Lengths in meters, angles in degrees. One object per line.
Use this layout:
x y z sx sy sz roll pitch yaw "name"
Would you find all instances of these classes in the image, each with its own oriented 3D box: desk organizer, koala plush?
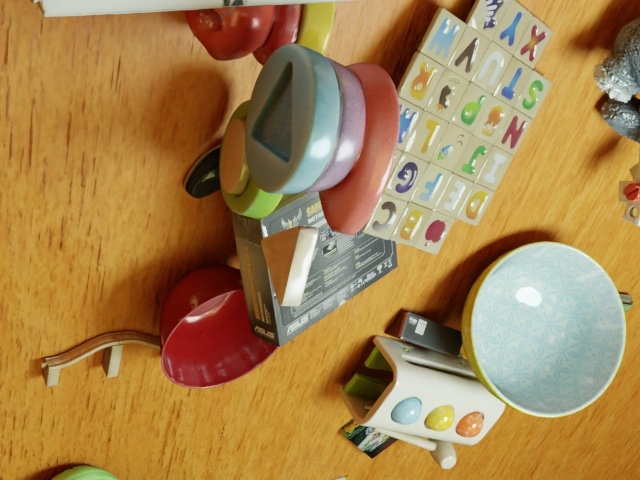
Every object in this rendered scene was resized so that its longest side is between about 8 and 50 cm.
0.177 0.158 1.507 0.130 0.050 0.047 22 82 -30 "desk organizer"
0.489 -0.236 1.244 0.196 0.203 0.221 -45 129 11 "koala plush"

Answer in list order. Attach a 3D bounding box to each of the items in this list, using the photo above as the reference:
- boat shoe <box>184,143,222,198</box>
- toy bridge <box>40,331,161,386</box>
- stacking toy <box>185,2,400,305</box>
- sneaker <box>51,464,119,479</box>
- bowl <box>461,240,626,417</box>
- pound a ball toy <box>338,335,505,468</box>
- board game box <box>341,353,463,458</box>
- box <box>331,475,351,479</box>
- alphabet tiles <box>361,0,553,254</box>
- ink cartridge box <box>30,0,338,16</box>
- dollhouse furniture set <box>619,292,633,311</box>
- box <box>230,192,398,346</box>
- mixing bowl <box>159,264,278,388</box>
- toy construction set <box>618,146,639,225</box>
-0.103 -0.091 1.060 0.133 0.042 0.049 -34 143 1 "boat shoe"
-0.279 0.153 1.191 0.188 0.026 0.063 -5 130 -32 "toy bridge"
-0.068 -0.110 0.871 0.130 0.309 0.279 5 129 -29 "stacking toy"
-0.268 0.511 1.422 0.185 0.202 0.483 -44 140 11 "sneaker"
0.354 0.151 1.520 0.290 0.289 0.156 -21 180 -18 "bowl"
0.181 0.312 1.560 0.319 0.135 0.208 20 112 -36 "pound a ball toy"
0.172 0.308 1.675 0.260 0.030 0.136 -36 139 1 "board game box"
0.015 0.509 1.722 0.136 0.081 0.028 -7 134 -31 "box"
0.181 -0.146 1.158 0.285 0.011 0.342 16 104 -49 "alphabet tiles"
-0.056 -0.355 0.725 0.395 0.166 0.285 -11 135 -29 "ink cartridge box"
0.516 0.212 1.727 0.302 0.151 0.197 9 124 -41 "dollhouse furniture set"
0.000 0.000 1.122 0.231 0.056 0.183 -32 127 -36 "box"
-0.141 0.098 1.179 0.181 0.098 0.181 -20 140 -18 "mixing bowl"
0.595 -0.136 1.451 0.328 0.151 0.215 -14 138 -41 "toy construction set"
